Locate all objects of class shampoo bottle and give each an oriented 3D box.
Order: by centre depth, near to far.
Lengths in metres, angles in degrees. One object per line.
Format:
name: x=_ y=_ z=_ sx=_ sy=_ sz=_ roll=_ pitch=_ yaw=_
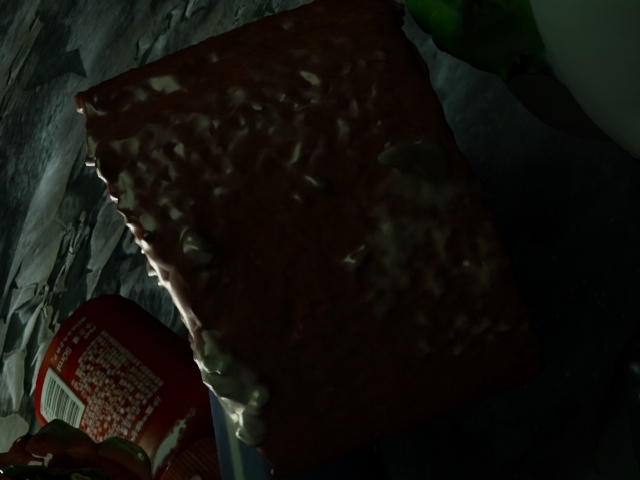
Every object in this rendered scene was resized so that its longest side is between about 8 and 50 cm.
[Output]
shampoo bottle: x=-0.103 y=0.122 z=0.862 sx=0.118 sy=0.076 sz=0.314 roll=-62 pitch=28 yaw=-3

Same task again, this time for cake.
cake: x=0.000 y=0.000 z=0.615 sx=0.151 sy=0.177 sz=0.283 roll=-20 pitch=-2 yaw=-1

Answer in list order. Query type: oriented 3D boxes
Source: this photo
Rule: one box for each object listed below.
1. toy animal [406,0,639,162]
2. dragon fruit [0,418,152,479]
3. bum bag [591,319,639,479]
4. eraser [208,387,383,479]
toy animal: x=0.136 y=-0.131 z=0.548 sx=0.212 sy=0.213 sz=0.267 roll=-60 pitch=28 yaw=1
dragon fruit: x=-0.120 y=0.189 z=0.692 sx=0.135 sy=0.236 sz=0.137 roll=-29 pitch=52 yaw=-9
bum bag: x=0.165 y=0.065 z=0.493 sx=0.087 sy=0.049 sz=0.198 roll=-61 pitch=27 yaw=-10
eraser: x=-0.013 y=0.105 z=0.719 sx=0.036 sy=0.082 sz=0.225 roll=-52 pitch=29 yaw=24
